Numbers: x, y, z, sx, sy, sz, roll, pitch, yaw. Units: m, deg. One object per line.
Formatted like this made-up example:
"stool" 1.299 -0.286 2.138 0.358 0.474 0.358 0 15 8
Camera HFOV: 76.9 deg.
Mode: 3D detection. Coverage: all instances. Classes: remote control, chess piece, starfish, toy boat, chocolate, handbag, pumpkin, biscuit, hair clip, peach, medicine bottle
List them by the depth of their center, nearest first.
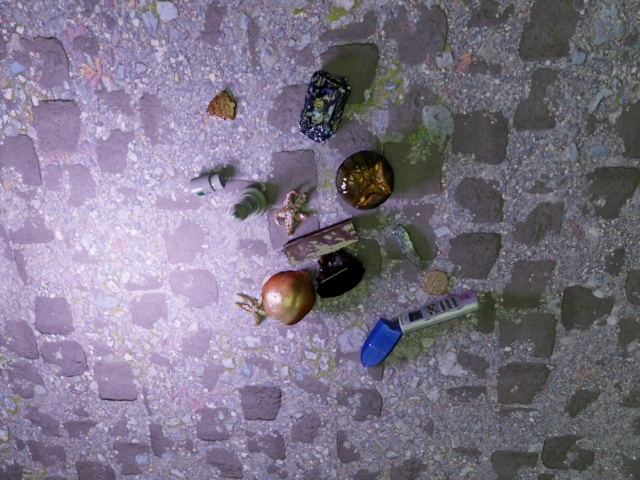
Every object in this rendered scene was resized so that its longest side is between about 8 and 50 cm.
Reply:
"handbag" 0.011 -0.510 1.543 0.161 0.113 0.261 19 100 -7
"pumpkin" 0.175 -0.238 1.584 0.237 0.159 0.238 -6 111 -16
"chess piece" -0.304 -0.128 1.603 0.138 0.272 0.139 2 107 6
"biscuit" -0.402 -0.532 1.623 0.129 0.019 0.120 -16 104 10
"medicine bottle" -0.471 -0.236 1.686 0.130 0.080 0.081 -12 105 9
"chocolate" 0.000 0.000 1.698 0.320 0.112 0.112 -21 105 10
"hair clip" 0.377 0.035 1.709 0.065 0.036 0.229 -30 102 20
"starfish" -0.120 -0.117 1.715 0.150 0.053 0.210 14 112 14
"remote control" 0.504 0.305 1.722 0.343 0.145 0.050 -22 99 11
"peach" -0.125 0.226 1.723 0.232 0.232 0.257 31 98 -4
"chocolate" 0.061 0.114 1.731 0.224 0.206 0.177 -28 58 3
"biscuit" 0.499 0.185 1.752 0.120 0.015 0.120 1 106 5
"toy boat" 0.261 0.477 1.832 0.129 0.088 0.296 27 119 2
"starfish" -0.291 0.302 1.855 0.223 0.050 0.217 19 100 -6
